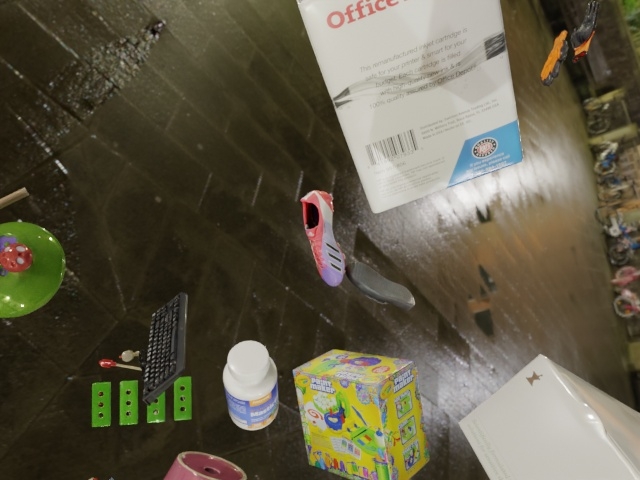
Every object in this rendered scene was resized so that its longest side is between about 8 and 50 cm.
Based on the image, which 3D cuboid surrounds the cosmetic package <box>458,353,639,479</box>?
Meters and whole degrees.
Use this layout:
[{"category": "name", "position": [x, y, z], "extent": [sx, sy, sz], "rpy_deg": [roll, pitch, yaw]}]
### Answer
[{"category": "cosmetic package", "position": [0.378, 0.312, 0.709], "extent": [0.366, 0.155, 0.197], "rpy_deg": [29, 23, -35]}]

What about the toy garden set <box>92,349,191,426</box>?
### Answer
[{"category": "toy garden set", "position": [-0.463, 0.369, 1.390], "extent": [0.049, 0.244, 0.203], "rpy_deg": [141, -52, -79]}]

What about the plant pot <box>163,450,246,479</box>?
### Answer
[{"category": "plant pot", "position": [-0.217, 0.479, 0.917], "extent": [0.201, 0.201, 0.180], "rpy_deg": [29, 77, -47]}]

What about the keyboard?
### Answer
[{"category": "keyboard", "position": [-0.242, 0.162, 0.797], "extent": [0.023, 0.108, 0.180], "rpy_deg": [38, 17, -29]}]

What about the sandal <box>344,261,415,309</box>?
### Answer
[{"category": "sandal", "position": [0.157, 0.137, 1.433], "extent": [0.254, 0.054, 0.097], "rpy_deg": [30, 31, -33]}]

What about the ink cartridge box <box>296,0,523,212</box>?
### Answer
[{"category": "ink cartridge box", "position": [0.156, -0.284, 0.909], "extent": [0.166, 0.286, 0.395], "rpy_deg": [-99, 168, -55]}]

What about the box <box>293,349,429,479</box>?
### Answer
[{"category": "box", "position": [0.105, 0.463, 1.410], "extent": [0.177, 0.290, 0.279], "rpy_deg": [-16, 100, -45]}]

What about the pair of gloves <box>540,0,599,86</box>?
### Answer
[{"category": "pair of gloves", "position": [0.263, -0.208, 0.563], "extent": [0.010, 0.083, 0.074], "rpy_deg": [24, 72, -5]}]

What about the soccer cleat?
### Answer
[{"category": "soccer cleat", "position": [0.000, 0.000, 1.310], "extent": [0.095, 0.083, 0.248], "rpy_deg": [-22, 108, -51]}]

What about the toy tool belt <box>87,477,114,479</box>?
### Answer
[{"category": "toy tool belt", "position": [-0.388, 0.464, 0.980], "extent": [0.083, 0.051, 0.052], "rpy_deg": [63, -9, -10]}]

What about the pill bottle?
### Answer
[{"category": "pill bottle", "position": [-0.197, 0.411, 1.516], "extent": [0.272, 0.152, 0.152], "rpy_deg": [93, 12, -45]}]

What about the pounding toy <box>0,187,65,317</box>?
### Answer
[{"category": "pounding toy", "position": [-0.579, 0.016, 0.948], "extent": [0.183, 0.110, 0.237], "rpy_deg": [-30, 78, -16]}]
